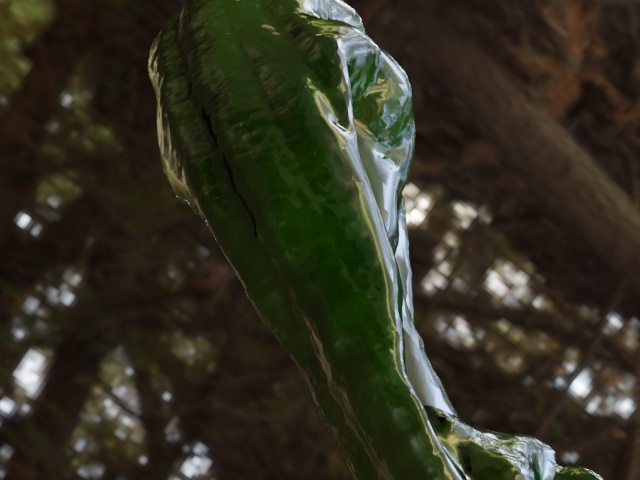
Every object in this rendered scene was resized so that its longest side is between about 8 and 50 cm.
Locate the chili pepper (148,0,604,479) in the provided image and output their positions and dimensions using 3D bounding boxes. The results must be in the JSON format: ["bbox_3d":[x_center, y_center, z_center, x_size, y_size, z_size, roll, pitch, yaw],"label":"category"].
[{"bbox_3d":[0.006,-0.002,0.475,0.074,0.100,0.257,-41,-131,25],"label":"chili pepper"}]
